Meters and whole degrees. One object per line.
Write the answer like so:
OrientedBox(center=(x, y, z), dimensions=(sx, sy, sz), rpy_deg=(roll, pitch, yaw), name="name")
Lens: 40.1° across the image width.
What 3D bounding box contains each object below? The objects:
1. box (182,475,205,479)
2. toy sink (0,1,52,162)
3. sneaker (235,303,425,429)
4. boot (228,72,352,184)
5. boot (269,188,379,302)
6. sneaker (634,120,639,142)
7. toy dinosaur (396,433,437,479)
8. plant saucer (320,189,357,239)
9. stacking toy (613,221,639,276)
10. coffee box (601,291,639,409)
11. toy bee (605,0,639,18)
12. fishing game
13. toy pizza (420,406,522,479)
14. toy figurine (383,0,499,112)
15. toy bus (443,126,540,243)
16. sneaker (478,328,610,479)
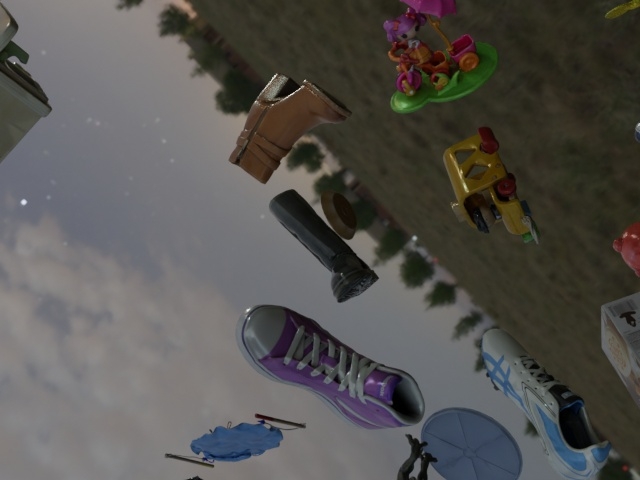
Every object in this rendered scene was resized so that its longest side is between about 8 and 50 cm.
OrientedBox(center=(-0.200, 0.353, 0.964), dimensions=(0.295, 0.293, 0.073), rpy_deg=(55, -157, -57), name="box")
OrientedBox(center=(-0.493, -0.215, 1.294), dimensions=(0.131, 0.234, 0.153), rpy_deg=(40, -177, -41), name="toy sink")
OrientedBox(center=(0.027, 0.169, 1.196), dimensions=(0.282, 0.102, 0.161), rpy_deg=(34, 158, -24), name="sneaker")
OrientedBox(center=(-0.072, -0.216, 1.767), dimensions=(0.109, 0.220, 0.283), rpy_deg=(32, 178, -43), name="boot")
OrientedBox(center=(-0.002, 0.001, 1.422), dimensions=(0.208, 0.076, 0.189), rpy_deg=(52, -175, 9), name="boot")
OrientedBox(center=(0.525, -0.066, 1.294), dimensions=(0.226, 0.163, 0.086), rpy_deg=(28, -161, -12), name="sneaker")
OrientedBox(center=(0.146, 0.383, 1.398), dimensions=(0.064, 0.118, 0.268), rpy_deg=(17, 152, 9), name="toy dinosaur")
OrientedBox(center=(0.031, -0.041, 1.302), dimensions=(0.083, 0.015, 0.083), rpy_deg=(42, -147, -35), name="plant saucer")
OrientedBox(center=(0.679, 0.053, 1.618), dimensions=(0.309, 0.130, 0.279), rpy_deg=(51, -154, -1), name="stacking toy")
OrientedBox(center=(0.619, 0.234, 1.621), dimensions=(0.246, 0.098, 0.141), rpy_deg=(-109, 0, -46), name="coffee box")
OrientedBox(center=(0.661, -0.504, 1.723), dimensions=(0.162, 0.195, 0.298), rpy_deg=(53, -140, -55), name="toy bee")
OrientedBox(center=(-0.163, 0.390, 1.729), dimensions=(0.189, 0.264, 0.041), rpy_deg=(24, -135, -42), name="fishing game")
OrientedBox(center=(0.289, 0.397, 1.674), dimensions=(0.201, 0.201, 0.032), rpy_deg=(46, -140, -1), name="toy pizza")
OrientedBox(center=(0.147, -0.288, 1.247), dimensions=(0.159, 0.173, 0.130), rpy_deg=(55, -169, -37), name="toy figurine")
OrientedBox(center=(0.255, -0.069, 1.358), dimensions=(0.191, 0.104, 0.202), rpy_deg=(66, -165, 2), name="toy bus")
OrientedBox(center=(0.295, 0.202, 1.153), dimensions=(0.085, 0.086, 0.237), rpy_deg=(0, -135, -38), name="sneaker")
